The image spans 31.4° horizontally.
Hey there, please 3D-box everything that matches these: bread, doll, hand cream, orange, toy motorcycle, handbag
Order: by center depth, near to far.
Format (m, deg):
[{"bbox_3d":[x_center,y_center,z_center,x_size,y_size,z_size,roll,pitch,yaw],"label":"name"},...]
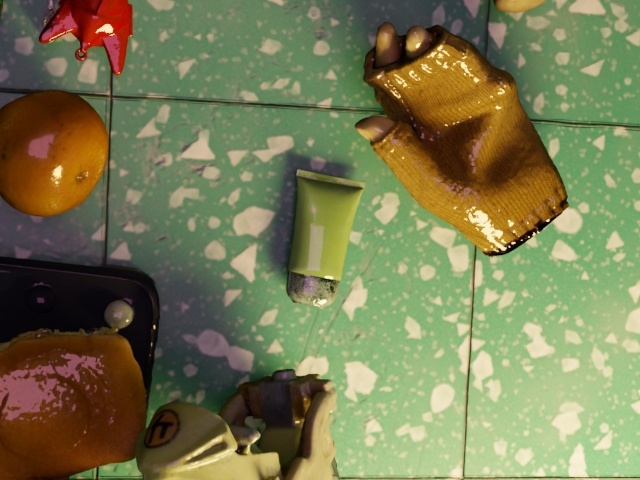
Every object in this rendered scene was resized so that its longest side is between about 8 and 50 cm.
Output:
[{"bbox_3d":[-0.325,0.190,1.300,0.245,0.121,0.174,-8,95,-20],"label":"bread"},{"bbox_3d":[-0.094,0.286,1.357,0.169,0.410,0.237,-6,93,29],"label":"toy motorcycle"},{"bbox_3d":[-0.337,-0.110,1.382,0.136,0.159,0.159,33,87,23],"label":"orange"},{"bbox_3d":[-0.369,0.159,1.409,0.326,0.118,0.269,6,93,-9],"label":"handbag"},{"bbox_3d":[-0.271,-0.303,1.423,0.109,0.057,0.169,23,86,-14],"label":"doll"},{"bbox_3d":[0.000,0.000,1.502,0.095,0.046,0.175,10,85,-10],"label":"hand cream"}]

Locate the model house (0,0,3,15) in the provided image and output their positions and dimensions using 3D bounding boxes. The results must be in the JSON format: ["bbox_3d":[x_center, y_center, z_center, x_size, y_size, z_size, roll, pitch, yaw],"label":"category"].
[{"bbox_3d":[-0.518,-0.290,1.289,0.261,0.241,0.226,-38,97,-7],"label":"model house"}]

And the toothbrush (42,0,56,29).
[{"bbox_3d":[-0.334,-0.387,1.423,0.019,0.025,0.275,3,93,-10],"label":"toothbrush"}]

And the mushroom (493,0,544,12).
[{"bbox_3d":[0.237,-0.464,1.478,0.159,0.122,0.328,-22,98,1],"label":"mushroom"}]

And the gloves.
[{"bbox_3d":[0.175,-0.135,1.469,0.203,0.155,0.356,-37,115,1],"label":"gloves"}]
